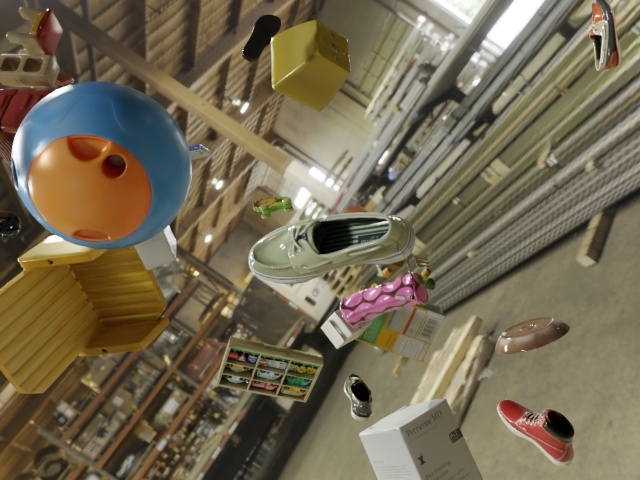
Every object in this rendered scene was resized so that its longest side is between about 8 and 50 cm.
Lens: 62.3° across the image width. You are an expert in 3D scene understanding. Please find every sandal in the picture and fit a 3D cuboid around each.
[{"bbox_3d":[-0.175,-0.587,1.542,0.179,0.067,0.040,-62,2,-18],"label":"sandal"}]

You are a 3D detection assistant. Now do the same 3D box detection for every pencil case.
[{"bbox_3d":[0.147,0.146,1.271,0.209,0.095,0.098,-25,16,24],"label":"pencil case"}]

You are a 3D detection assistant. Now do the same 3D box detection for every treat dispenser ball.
[{"bbox_3d":[-0.372,-0.127,0.923,0.288,0.288,0.288,-55,0,0],"label":"treat dispenser ball"}]

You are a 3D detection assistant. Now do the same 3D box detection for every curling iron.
[{"bbox_3d":[-0.740,-0.047,1.056,0.035,0.068,0.274,-43,-34,27],"label":"curling iron"}]

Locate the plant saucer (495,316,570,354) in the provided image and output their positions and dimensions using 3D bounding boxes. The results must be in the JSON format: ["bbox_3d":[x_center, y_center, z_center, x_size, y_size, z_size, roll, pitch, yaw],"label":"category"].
[{"bbox_3d":[0.555,0.246,1.408,0.199,0.036,0.198,-23,-1,-1],"label":"plant saucer"}]

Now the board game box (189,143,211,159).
[{"bbox_3d":[-0.404,-0.277,1.673,0.090,0.090,0.020,24,-123,-79],"label":"board game box"}]

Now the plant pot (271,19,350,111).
[{"bbox_3d":[-0.020,-0.587,1.734,0.187,0.212,0.212,-25,60,42],"label":"plant pot"}]

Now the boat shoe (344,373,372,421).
[{"bbox_3d":[0.128,0.494,1.730,0.227,0.081,0.068,-107,26,-72],"label":"boat shoe"}]

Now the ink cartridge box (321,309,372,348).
[{"bbox_3d":[0.080,0.277,1.719,0.143,0.092,0.090,-16,-29,-50],"label":"ink cartridge box"}]

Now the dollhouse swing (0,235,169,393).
[{"bbox_3d":[-0.630,0.201,1.387,0.305,0.315,0.346,-81,-19,-57],"label":"dollhouse swing"}]

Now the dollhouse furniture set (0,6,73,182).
[{"bbox_3d":[-0.630,-0.331,1.224,0.201,0.152,0.373,87,-174,-61],"label":"dollhouse furniture set"}]

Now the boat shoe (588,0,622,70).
[{"bbox_3d":[0.545,-0.399,1.027,0.043,0.136,0.049,-14,5,8],"label":"boat shoe"}]

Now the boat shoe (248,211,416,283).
[{"bbox_3d":[0.000,0.000,0.862,0.094,0.303,0.109,34,-131,-55],"label":"boat shoe"}]

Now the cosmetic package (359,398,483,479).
[{"bbox_3d":[0.210,0.458,1.124,0.151,0.183,0.151,-17,-11,-36],"label":"cosmetic package"}]

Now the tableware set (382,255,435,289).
[{"bbox_3d":[0.225,0.082,1.362,0.024,0.154,0.104,-54,37,43],"label":"tableware set"}]

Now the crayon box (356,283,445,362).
[{"bbox_3d":[0.255,0.289,1.913,0.083,0.323,0.203,-92,22,-72],"label":"crayon box"}]

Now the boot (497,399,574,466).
[{"bbox_3d":[0.605,0.500,1.499,0.088,0.244,0.176,-32,-52,-19],"label":"boot"}]

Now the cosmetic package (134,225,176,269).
[{"bbox_3d":[-0.441,-0.056,1.324,0.086,0.231,0.117,-22,28,-4],"label":"cosmetic package"}]

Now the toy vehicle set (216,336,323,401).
[{"bbox_3d":[-0.143,0.365,1.485,0.035,0.267,0.165,-92,19,-56],"label":"toy vehicle set"}]

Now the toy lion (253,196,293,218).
[{"bbox_3d":[-0.127,-0.095,1.400,0.100,0.034,0.096,-15,25,-5],"label":"toy lion"}]
